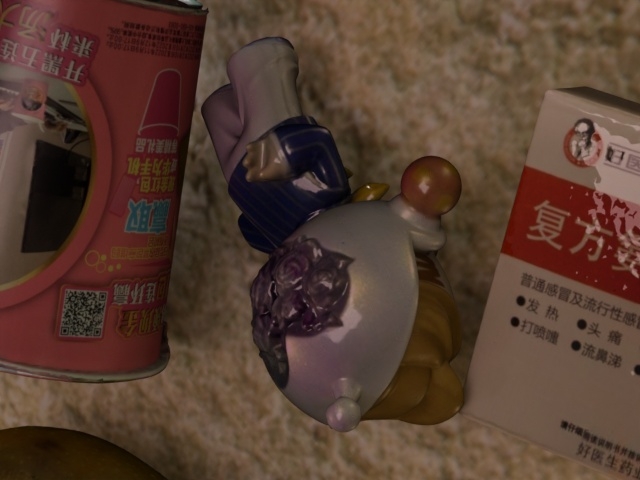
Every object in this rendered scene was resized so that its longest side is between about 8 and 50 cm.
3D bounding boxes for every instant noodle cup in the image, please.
[{"bbox_3d":[-0.183,-0.057,1.331,0.244,0.244,0.255,21,101,28],"label":"instant noodle cup"}]

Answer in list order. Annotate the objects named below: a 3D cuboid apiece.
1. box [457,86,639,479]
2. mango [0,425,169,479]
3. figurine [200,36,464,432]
[{"bbox_3d":[0.267,0.060,1.161,0.353,0.069,0.214,21,104,27],"label":"box"},{"bbox_3d":[-0.142,0.242,1.376,0.329,0.175,0.176,23,147,12],"label":"mango"},{"bbox_3d":[0.004,-0.009,1.263,0.194,0.133,0.274,-25,72,48],"label":"figurine"}]
